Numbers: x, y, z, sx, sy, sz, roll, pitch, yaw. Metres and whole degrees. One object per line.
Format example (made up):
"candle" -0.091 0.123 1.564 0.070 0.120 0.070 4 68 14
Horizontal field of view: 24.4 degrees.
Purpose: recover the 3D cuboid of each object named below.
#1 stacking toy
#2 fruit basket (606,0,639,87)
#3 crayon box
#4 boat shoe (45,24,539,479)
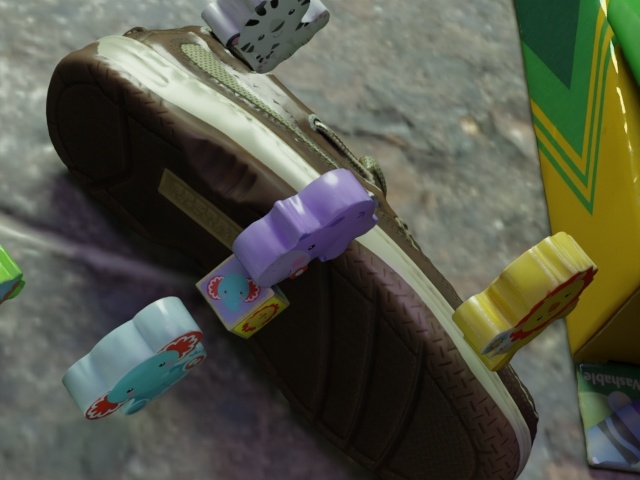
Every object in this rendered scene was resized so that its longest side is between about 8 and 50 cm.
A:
"stacking toy" -0.037 0.022 0.538 0.221 0.052 0.167 -40 71 4
"fruit basket" 0.336 -0.062 0.590 0.392 0.283 0.392 11 29 -6
"crayon box" 0.218 -0.036 0.745 0.203 0.083 0.323 10 53 -17
"boat shoe" 0.003 -0.005 0.623 0.257 0.095 0.095 46 45 12
